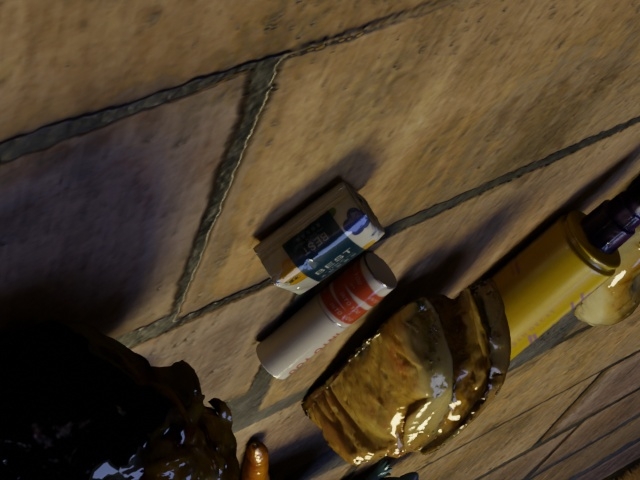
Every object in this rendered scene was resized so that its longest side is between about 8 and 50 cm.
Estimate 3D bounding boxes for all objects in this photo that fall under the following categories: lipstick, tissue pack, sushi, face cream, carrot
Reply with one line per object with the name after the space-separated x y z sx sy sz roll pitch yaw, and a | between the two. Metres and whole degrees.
0.004 0.063 1.255 0.130 0.038 0.038 -41 160 22 | lipstick
0.000 0.000 1.085 0.083 0.042 0.062 -36 164 7 | tissue pack
-0.147 0.148 0.976 0.204 0.200 0.213 -32 168 -29 | sushi
0.232 0.032 1.489 0.273 0.078 0.078 -44 159 28 | face cream
-0.067 0.252 1.612 0.037 0.037 0.190 -29 160 -13 | carrot

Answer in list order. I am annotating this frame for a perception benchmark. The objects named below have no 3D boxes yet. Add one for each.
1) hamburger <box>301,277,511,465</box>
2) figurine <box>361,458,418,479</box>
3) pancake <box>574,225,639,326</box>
0.097 0.134 1.447 0.124 0.131 0.262 -20 162 -34 | hamburger
0.052 0.372 2.020 0.178 0.114 0.144 0 151 -40 | figurine
0.423 -0.027 1.650 0.387 0.082 0.387 -33 163 -11 | pancake
